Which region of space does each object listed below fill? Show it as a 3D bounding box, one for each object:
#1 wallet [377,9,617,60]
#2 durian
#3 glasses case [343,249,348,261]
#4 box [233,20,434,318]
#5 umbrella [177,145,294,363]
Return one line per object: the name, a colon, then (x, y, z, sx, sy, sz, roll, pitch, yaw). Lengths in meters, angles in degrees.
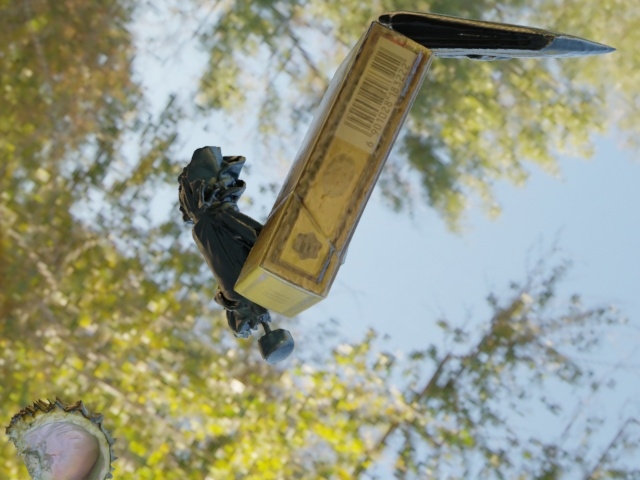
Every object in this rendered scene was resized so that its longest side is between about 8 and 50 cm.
wallet: (0.203, -0.230, 1.457, 0.245, 0.169, 0.052, 14, -79, 40)
durian: (-0.341, 0.304, 1.703, 0.140, 0.224, 0.078, -11, -160, -10)
glasses case: (0.000, 0.000, 1.719, 0.205, 0.071, 0.047, 41, 67, -85)
box: (0.012, -0.072, 1.396, 0.301, 0.084, 0.193, -66, -174, -14)
umbrella: (-0.115, 0.025, 1.807, 0.348, 0.094, 0.143, 62, -36, 30)
